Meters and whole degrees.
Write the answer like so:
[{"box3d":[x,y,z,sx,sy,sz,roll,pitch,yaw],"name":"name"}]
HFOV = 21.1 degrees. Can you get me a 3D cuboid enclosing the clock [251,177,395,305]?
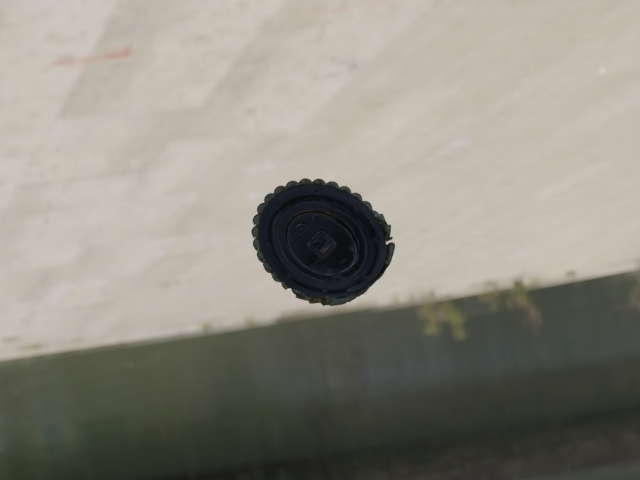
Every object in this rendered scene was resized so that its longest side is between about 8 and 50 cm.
[{"box3d":[0.000,0.000,0.978,0.074,0.083,0.010,-45,-163,21],"name":"clock"}]
